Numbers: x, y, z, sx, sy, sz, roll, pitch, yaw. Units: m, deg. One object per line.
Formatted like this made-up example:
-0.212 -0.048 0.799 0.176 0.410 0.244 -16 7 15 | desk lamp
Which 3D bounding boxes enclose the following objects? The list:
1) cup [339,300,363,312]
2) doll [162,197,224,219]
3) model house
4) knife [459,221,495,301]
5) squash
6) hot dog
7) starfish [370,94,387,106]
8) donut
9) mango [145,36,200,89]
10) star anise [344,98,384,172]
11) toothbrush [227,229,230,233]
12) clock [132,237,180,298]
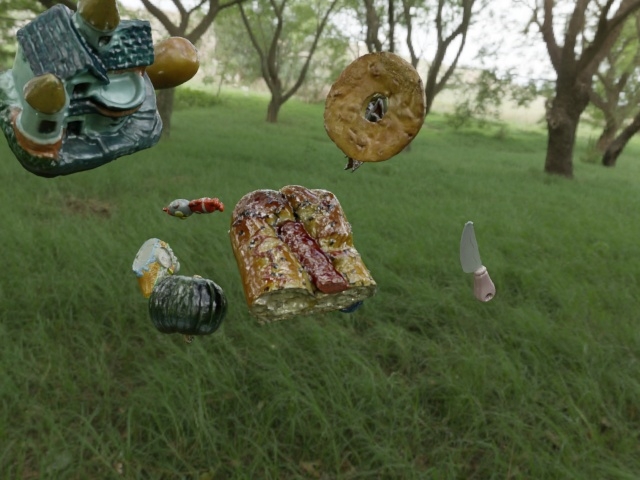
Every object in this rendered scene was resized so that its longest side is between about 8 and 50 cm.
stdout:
0.068 0.164 1.740 0.149 0.114 0.138 13 9 -2 | cup
-0.512 -0.131 2.113 0.244 0.076 0.142 -7 -18 6 | doll
-0.352 -0.257 0.815 0.253 0.185 0.291 -22 -11 -37 | model house
0.482 0.075 1.676 0.081 0.336 0.043 -32 34 -4 | knife
-0.352 0.178 1.419 0.217 0.173 0.218 13 -28 7 | squash
-0.064 0.008 1.451 0.366 0.196 0.366 -6 57 -28 | hot dog
0.139 -0.494 1.866 0.235 0.062 0.277 -18 -7 20 | starfish
0.152 -0.339 1.379 0.277 0.278 0.108 10 8 24 | donut
-0.424 -0.476 1.448 0.220 0.121 0.151 -6 26 38 | mango
0.157 -0.332 1.731 0.102 0.272 0.272 18 10 -9 | star anise
-0.398 -0.095 2.558 0.022 0.017 0.204 -36 17 41 | toothbrush
-0.506 0.093 1.653 0.103 0.144 0.231 -20 37 21 | clock
